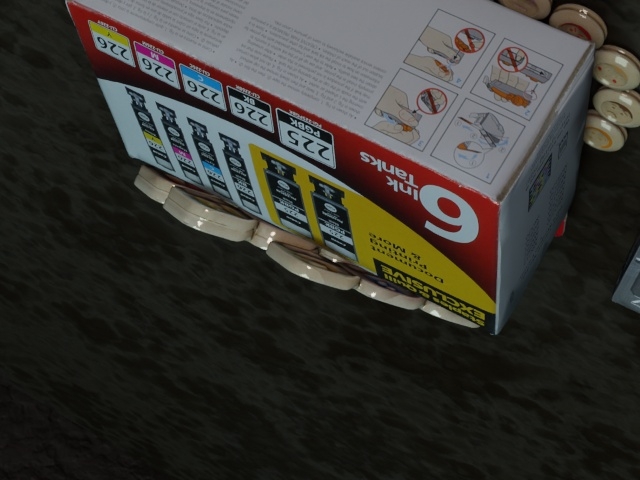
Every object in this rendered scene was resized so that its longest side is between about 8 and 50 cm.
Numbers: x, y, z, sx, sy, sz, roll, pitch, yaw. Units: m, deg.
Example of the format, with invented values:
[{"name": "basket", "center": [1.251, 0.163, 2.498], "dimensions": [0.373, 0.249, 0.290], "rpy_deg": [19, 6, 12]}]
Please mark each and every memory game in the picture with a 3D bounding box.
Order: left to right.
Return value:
[{"name": "memory game", "center": [0.128, -0.115, 1.007], "dimensions": [0.186, 0.012, 0.186], "rpy_deg": [25, 156, 12]}]

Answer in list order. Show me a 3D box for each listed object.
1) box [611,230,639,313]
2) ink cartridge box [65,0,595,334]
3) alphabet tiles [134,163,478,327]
[{"name": "box", "center": [0.325, 0.032, 1.021], "dimensions": [0.231, 0.056, 0.183], "rpy_deg": [25, 155, 10]}, {"name": "ink cartridge box", "center": [0.014, -0.075, 1.045], "dimensions": [0.309, 0.130, 0.272], "rpy_deg": [26, 160, 17]}, {"name": "alphabet tiles", "center": [0.000, 0.000, 1.201], "dimensions": [0.284, 0.021, 0.278], "rpy_deg": [18, -172, -28]}]
